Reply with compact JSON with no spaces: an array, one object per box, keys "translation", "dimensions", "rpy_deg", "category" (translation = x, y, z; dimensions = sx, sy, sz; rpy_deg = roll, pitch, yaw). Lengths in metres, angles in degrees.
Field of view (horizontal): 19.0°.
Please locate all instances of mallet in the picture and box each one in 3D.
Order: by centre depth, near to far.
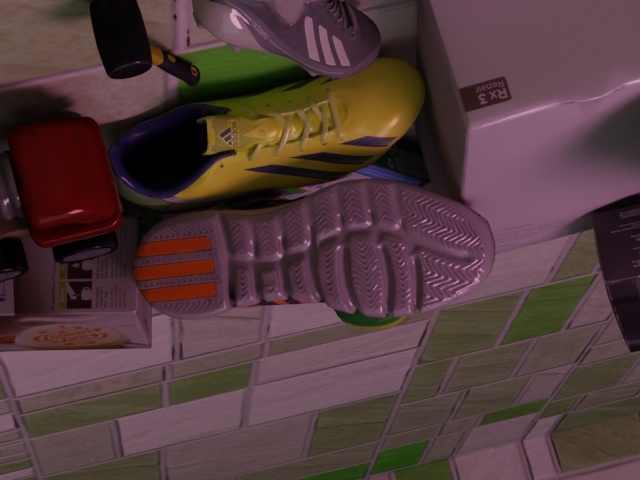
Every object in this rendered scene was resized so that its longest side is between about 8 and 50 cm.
[{"translation":[-0.134,-0.156,1.511],"dimensions":[0.039,0.062,0.190],"rpy_deg":[-18,177,12],"category":"mallet"}]

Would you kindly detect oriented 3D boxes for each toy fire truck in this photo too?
[{"translation":[-0.282,-0.057,1.538],"dimensions":[0.217,0.158,0.246],"rpy_deg":[-14,173,-4],"category":"toy fire truck"}]

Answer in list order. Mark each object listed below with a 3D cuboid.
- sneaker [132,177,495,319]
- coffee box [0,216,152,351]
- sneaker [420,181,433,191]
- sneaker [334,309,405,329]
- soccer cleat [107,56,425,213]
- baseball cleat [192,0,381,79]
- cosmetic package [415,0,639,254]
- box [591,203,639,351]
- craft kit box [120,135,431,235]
[{"translation":[0.000,0.000,1.734],"dimensions":[0.321,0.124,0.180],"rpy_deg":[-1,-173,8],"category":"sneaker"},{"translation":[-0.287,0.044,1.795],"dimensions":[0.247,0.098,0.141],"rpy_deg":[-1,162,0],"category":"coffee box"},{"translation":[0.106,-0.016,1.904],"dimensions":[0.134,0.070,0.051],"rpy_deg":[-23,159,21],"category":"sneaker"},{"translation":[0.084,0.013,2.141],"dimensions":[0.124,0.109,0.295],"rpy_deg":[22,152,-20],"category":"sneaker"},{"translation":[-0.049,-0.092,1.668],"dimensions":[0.289,0.093,0.121],"rpy_deg":[-18,165,10],"category":"soccer cleat"},{"translation":[-0.002,-0.179,1.479],"dimensions":[0.109,0.072,0.206],"rpy_deg":[-36,158,34],"category":"baseball cleat"},{"translation":[0.202,-0.123,1.689],"dimensions":[0.217,0.156,0.385],"rpy_deg":[-14,162,-4],"category":"cosmetic package"},{"translation":[0.430,0.013,1.846],"dimensions":[0.308,0.076,0.242],"rpy_deg":[-12,159,10],"category":"box"},{"translation":[-0.035,-0.043,1.904],"dimensions":[0.247,0.061,0.250],"rpy_deg":[-27,159,26],"category":"craft kit box"}]
